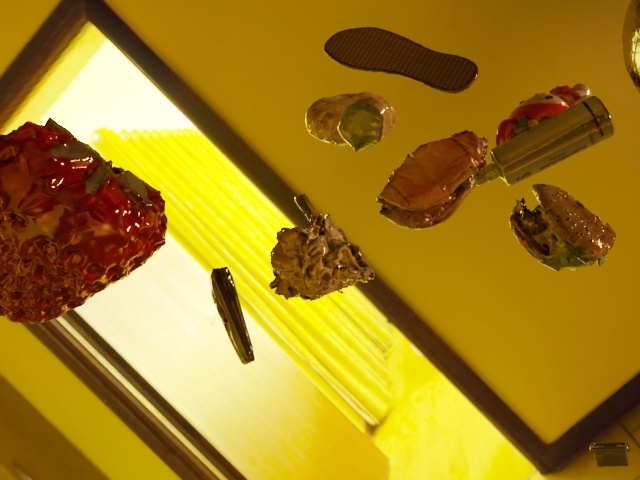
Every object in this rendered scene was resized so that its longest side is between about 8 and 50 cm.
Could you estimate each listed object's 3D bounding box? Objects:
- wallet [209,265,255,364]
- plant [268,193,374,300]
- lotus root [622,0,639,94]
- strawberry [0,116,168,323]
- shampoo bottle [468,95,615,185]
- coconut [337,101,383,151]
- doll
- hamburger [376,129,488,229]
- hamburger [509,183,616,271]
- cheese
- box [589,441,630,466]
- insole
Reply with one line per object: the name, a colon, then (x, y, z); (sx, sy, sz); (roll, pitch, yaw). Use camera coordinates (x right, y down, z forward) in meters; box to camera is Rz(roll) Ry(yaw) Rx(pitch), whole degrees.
wallet: (-0.225, 0.192, 1.498); (0.052, 0.245, 0.168); (-17, -10, -22)
plant: (0.000, 0.000, 0.589); (0.105, 0.121, 0.116); (2, -22, -26)
lotus root: (0.585, -0.378, 1.016); (0.210, 0.142, 0.313); (-42, 29, 49)
strawberry: (-0.467, -0.006, 1.045); (0.295, 0.317, 0.345); (30, 84, 48)
shampoo bottle: (0.415, -0.175, 1.148); (0.263, 0.085, 0.085); (-28, 6, 15)
coconut: (0.079, -0.218, 1.167); (0.088, 0.088, 0.096); (-99, 25, -88)
doll: (0.495, -0.260, 1.360); (0.290, 0.129, 0.161); (-38, 22, -21)
hamburger: (0.285, -0.144, 1.528); (0.155, 0.283, 0.245); (49, -139, -67)
hamburger: (0.660, -0.021, 1.657); (0.192, 0.288, 0.167); (-42, -11, -51)
cheese: (0.079, -0.315, 1.579); (0.226, 0.117, 0.214); (-18, 26, -19)
box: (0.793, 0.584, 1.640); (0.099, 0.054, 0.074); (-12, -9, 26)
insole: (0.112, -0.268, 0.873); (0.086, 0.253, 0.005); (-55, -31, -15)
